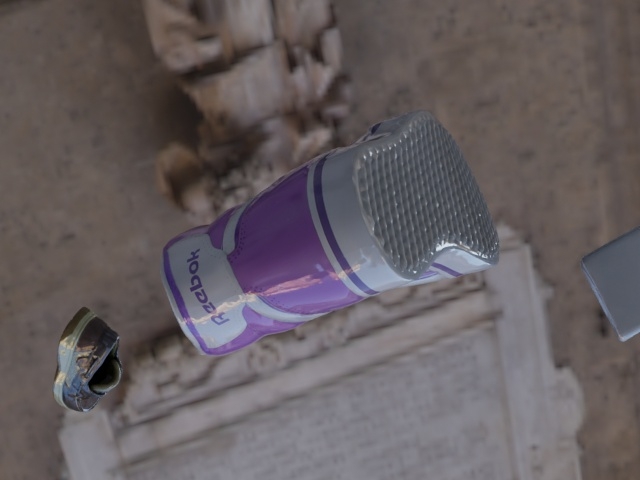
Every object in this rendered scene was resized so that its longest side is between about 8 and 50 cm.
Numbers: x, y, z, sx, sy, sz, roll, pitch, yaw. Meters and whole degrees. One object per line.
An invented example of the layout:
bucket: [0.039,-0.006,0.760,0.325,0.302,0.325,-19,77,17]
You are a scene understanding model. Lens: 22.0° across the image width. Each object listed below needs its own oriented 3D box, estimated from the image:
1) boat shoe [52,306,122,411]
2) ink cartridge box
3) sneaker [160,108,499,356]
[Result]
boat shoe: [-0.198,0.114,1.424,0.049,0.152,0.056,32,-117,12]
ink cartridge box: [0.300,-0.029,1.039,0.239,0.060,0.275,-29,174,18]
sneaker: [-0.001,-0.001,0.950,0.161,0.102,0.282,-25,173,21]
